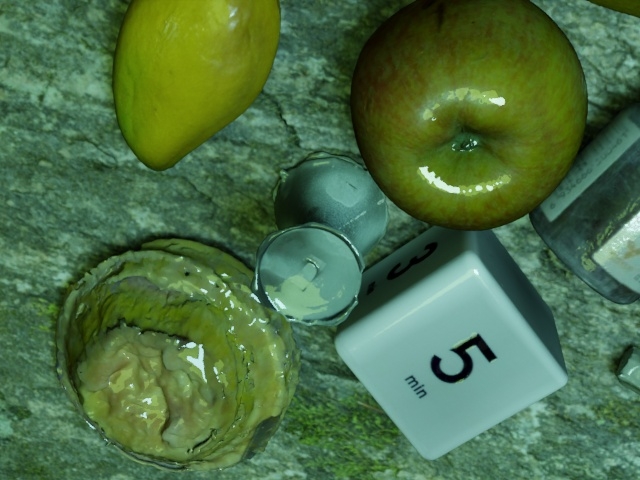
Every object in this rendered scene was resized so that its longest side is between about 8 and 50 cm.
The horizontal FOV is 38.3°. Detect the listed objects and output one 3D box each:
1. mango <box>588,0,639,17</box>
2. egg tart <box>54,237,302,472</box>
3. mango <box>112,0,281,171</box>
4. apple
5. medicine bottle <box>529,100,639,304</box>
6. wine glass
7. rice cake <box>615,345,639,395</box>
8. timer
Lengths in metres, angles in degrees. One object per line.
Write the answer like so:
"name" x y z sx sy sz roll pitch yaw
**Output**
"mango" 0.399 -0.306 0.856 0.445 0.220 0.301 11 154 42
"egg tart" -0.198 0.171 1.194 0.352 0.150 0.352 4 110 10
"mango" -0.148 -0.213 1.064 0.176 0.119 0.317 31 120 -7
"apple" 0.155 -0.136 0.977 0.264 0.264 0.264 3 111 7
"medicine bottle" 0.377 -0.073 1.011 0.165 0.165 0.273 40 110 -8
"wine glass" 0.000 0.000 1.053 0.156 0.232 0.156 2 110 6
"rice cake" 0.482 0.217 1.160 0.256 0.057 0.052 31 113 -4
"timer" 0.153 0.105 1.092 0.195 0.192 0.194 -34 102 18
